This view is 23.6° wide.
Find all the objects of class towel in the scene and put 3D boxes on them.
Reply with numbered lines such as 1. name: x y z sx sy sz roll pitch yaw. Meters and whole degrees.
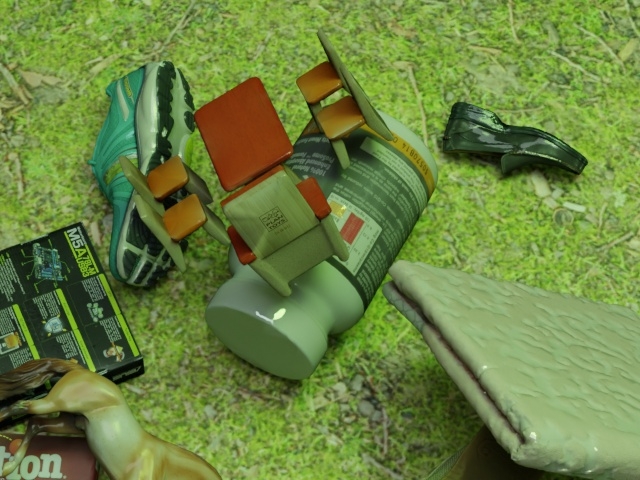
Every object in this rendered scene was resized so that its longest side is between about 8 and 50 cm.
1. towel: 0.253 0.137 1.474 0.332 0.053 0.317 12 23 -30

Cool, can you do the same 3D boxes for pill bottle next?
1. pill bottle: 0.000 0.000 1.645 0.162 0.162 0.278 25 63 14

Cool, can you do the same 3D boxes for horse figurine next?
1. horse figurine: -0.232 0.210 1.550 0.174 0.066 0.263 -38 79 -19

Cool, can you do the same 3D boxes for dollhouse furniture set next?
1. dollhouse furniture set: -0.065 -0.079 1.536 0.262 0.135 0.259 -32 41 4

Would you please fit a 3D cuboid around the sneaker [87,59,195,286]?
1. sneaker: -0.207 -0.072 1.738 0.110 0.107 0.275 -12 62 28

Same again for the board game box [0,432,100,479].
1. board game box: -0.374 0.266 1.574 0.281 0.027 0.145 3 59 2

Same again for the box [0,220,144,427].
1. box: -0.309 0.091 1.659 0.184 0.045 0.190 -20 62 -17

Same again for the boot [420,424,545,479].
1. boot: 0.105 0.286 1.458 0.095 0.203 0.262 41 62 11

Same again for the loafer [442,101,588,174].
1. loafer: 0.223 -0.103 1.768 0.170 0.062 0.061 21 85 15
